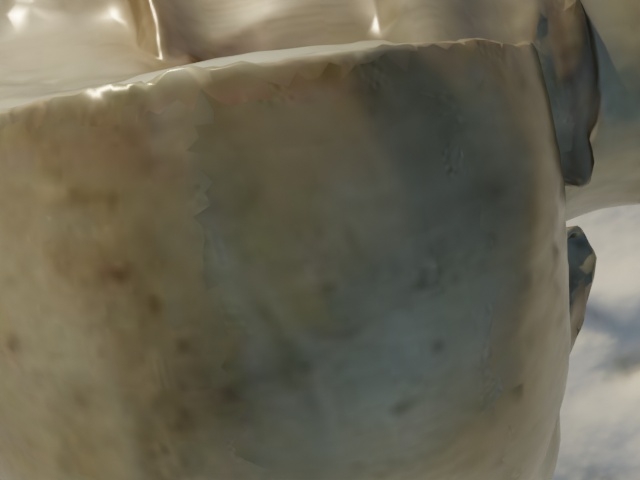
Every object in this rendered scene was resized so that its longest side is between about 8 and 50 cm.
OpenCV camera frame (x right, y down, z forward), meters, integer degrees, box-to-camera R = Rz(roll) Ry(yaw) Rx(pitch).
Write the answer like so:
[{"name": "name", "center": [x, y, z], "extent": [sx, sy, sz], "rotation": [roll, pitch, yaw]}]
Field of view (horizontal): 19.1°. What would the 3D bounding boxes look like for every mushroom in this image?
[{"name": "mushroom", "center": [0.000, 0.000, 0.474], "extent": [0.195, 0.253, 0.189], "rotation": [-7, 118, -5]}]
